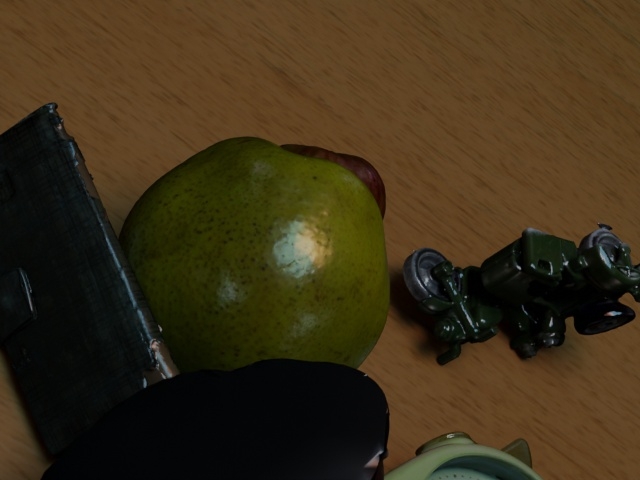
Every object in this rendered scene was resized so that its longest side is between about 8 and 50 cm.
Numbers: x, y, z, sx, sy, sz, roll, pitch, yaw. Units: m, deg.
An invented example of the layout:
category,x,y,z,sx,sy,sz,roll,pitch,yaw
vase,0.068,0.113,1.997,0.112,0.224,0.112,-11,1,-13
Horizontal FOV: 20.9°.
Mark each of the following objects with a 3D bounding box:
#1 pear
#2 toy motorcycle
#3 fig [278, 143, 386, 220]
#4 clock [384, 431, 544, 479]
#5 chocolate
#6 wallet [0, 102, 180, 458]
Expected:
category,x,y,z,sx,sy,sz,roll,pitch,yaw
pear,-0.068,0.045,1.775,0.294,0.294,0.294,18,54,-27
toy motorcycle,0.246,0.059,2.043,0.275,0.205,0.127,12,58,-37
fig,-0.004,-0.025,1.967,0.148,0.202,0.149,21,40,23
clock,0.157,0.356,1.850,0.348,0.117,0.286,-32,84,-44
chocolate,-0.092,0.264,1.634,0.340,0.210,0.225,-18,58,-13
wallet,-0.263,0.039,1.706,0.317,0.169,0.044,64,22,13
